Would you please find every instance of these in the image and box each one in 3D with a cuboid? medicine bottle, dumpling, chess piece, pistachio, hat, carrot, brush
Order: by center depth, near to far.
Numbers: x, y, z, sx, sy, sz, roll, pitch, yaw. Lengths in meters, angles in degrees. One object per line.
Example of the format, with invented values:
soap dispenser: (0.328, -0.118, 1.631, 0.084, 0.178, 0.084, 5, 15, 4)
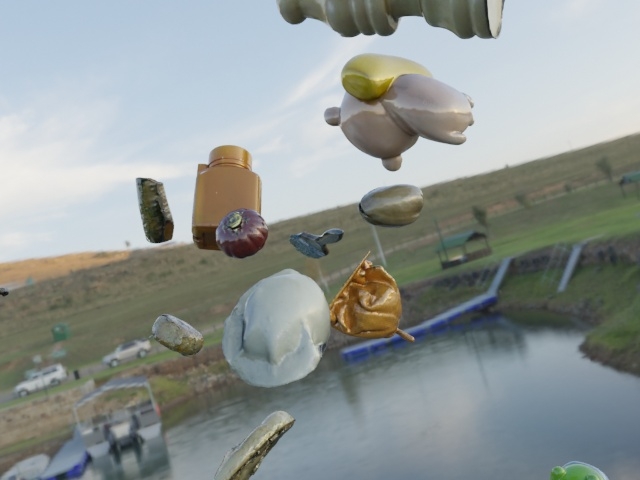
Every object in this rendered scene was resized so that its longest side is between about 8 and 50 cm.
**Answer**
chess piece: (0.078, -0.334, 0.911, 0.307, 0.124, 0.139, 5, -26, 25)
dumpling: (-0.059, 0.112, 0.943, 0.150, 0.177, 0.092, -6, -19, -6)
brush: (0.000, 0.000, 1.232, 0.021, 0.070, 0.196, -58, 14, -20)
medicine bottle: (-0.206, -0.094, 1.561, 0.149, 0.222, 0.112, 2, -29, -5)
pistachio: (0.174, -0.086, 1.700, 0.185, 0.126, 0.108, -16, -31, -36)
carrot: (-0.419, -0.079, 1.771, 0.082, 0.173, 0.082, -6, 11, 1)
hat: (0.142, 0.192, 1.777, 0.233, 0.233, 0.244, -55, -3, 29)

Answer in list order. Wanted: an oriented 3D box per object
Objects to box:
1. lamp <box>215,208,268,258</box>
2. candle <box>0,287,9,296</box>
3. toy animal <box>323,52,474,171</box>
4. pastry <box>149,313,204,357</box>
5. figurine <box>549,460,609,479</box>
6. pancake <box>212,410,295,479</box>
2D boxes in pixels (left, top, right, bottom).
lamp: (-0.148, -0.013, 1.312, 0.101, 0.101, 0.090, -18, -39, 5)
candle: (-0.516, 0.126, 0.824, 0.301, 0.084, 0.059, -25, -28, -12)
toy animal: (0.194, -0.306, 1.724, 0.247, 0.345, 0.277, -68, -8, 29)
pastry: (-0.384, 0.257, 1.886, 0.153, 0.081, 0.153, 25, -10, 5)
figurine: (0.631, 0.640, 1.660, 0.162, 0.263, 0.143, 4, 36, 45)
pancake: (-0.212, 0.592, 1.799, 0.387, 0.082, 0.387, -49, -13, -15)
